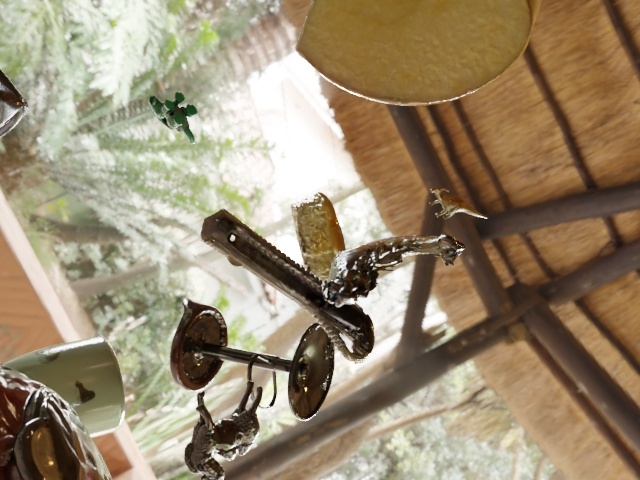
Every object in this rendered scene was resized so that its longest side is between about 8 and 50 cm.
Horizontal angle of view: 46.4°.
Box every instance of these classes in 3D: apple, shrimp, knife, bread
[{"bbox_3d":[0.151,-0.333,1.097,0.309,0.314,0.252,23,-39,7],"label":"apple"},{"bbox_3d":[0.111,0.037,1.158,0.290,0.222,0.054,-39,118,-68],"label":"shrimp"},{"bbox_3d":[-0.039,0.073,1.190,0.365,0.089,0.043,39,-34,-20],"label":"knife"},{"bbox_3d":[0.000,0.000,1.928,0.174,0.121,0.245,-99,172,-78],"label":"bread"}]

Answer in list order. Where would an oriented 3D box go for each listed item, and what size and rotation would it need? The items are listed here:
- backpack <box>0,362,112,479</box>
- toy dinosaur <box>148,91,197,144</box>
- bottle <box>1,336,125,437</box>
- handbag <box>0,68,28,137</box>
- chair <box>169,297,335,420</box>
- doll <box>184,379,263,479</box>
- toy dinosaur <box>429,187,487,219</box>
[{"bbox_3d":[-0.268,0.199,0.642,0.229,0.139,0.229,51,-19,24],"label":"backpack"},{"bbox_3d":[-0.306,-0.258,1.572,0.132,0.059,0.096,53,-32,-12],"label":"toy dinosaur"},{"bbox_3d":[-0.586,0.325,1.495,0.229,0.352,0.229,14,-73,54],"label":"bottle"},{"bbox_3d":[-0.786,-0.286,1.465,0.342,0.288,0.152,46,7,4],"label":"handbag"},{"bbox_3d":[-0.188,0.274,1.771,0.401,0.226,0.226,8,-44,27],"label":"chair"},{"bbox_3d":[-0.161,0.324,1.233,0.057,0.139,0.165,15,-75,52],"label":"doll"},{"bbox_3d":[0.200,-0.047,1.111,0.113,0.041,0.026,29,35,-27],"label":"toy dinosaur"}]
